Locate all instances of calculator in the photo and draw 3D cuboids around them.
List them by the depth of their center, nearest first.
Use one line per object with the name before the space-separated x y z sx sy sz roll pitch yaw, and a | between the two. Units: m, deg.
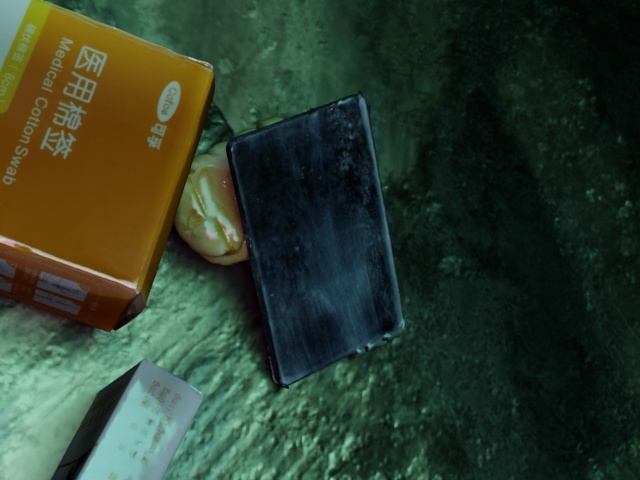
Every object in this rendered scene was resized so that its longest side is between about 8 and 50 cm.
calculator | 0.000 0.000 1.110 0.161 0.021 0.261 -22 114 -29

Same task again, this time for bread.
bread | -0.068 -0.046 1.130 0.177 0.084 0.119 -27 89 -30

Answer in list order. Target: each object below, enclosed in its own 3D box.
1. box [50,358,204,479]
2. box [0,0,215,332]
box | -0.191 0.222 0.944 0.067 0.149 0.233 31 62 -10
box | -0.283 -0.087 0.987 0.341 0.143 0.224 20 66 -10
